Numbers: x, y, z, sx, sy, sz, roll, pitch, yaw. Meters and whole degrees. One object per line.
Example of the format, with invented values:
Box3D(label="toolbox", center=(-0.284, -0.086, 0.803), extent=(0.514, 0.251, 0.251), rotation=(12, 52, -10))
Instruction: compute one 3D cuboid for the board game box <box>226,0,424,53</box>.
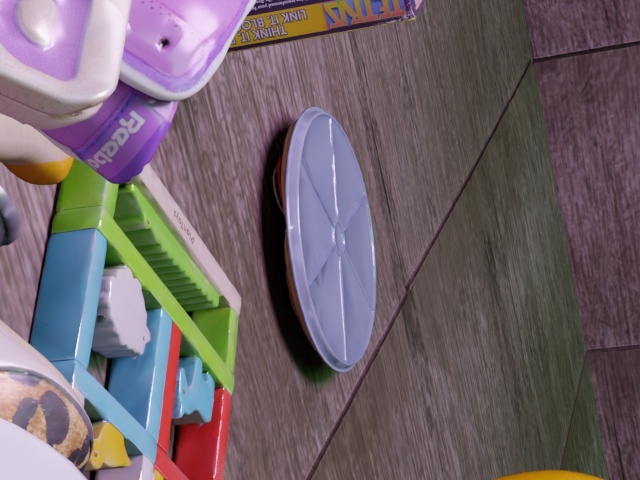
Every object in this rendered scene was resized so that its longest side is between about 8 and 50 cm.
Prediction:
Box3D(label="board game box", center=(-0.037, -0.186, 0.934), extent=(0.048, 0.170, 0.141), rotation=(-68, 147, -61))

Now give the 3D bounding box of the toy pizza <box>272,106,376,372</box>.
Box3D(label="toy pizza", center=(0.000, 0.000, 1.210), extent=(0.201, 0.032, 0.201), rotation=(-6, 90, -73))

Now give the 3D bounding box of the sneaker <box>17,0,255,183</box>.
Box3D(label="sneaker", center=(-0.124, -0.082, 0.530), extent=(0.282, 0.102, 0.161), rotation=(-29, 88, -44))

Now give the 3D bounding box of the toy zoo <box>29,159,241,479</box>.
Box3D(label="toy zoo", center=(-0.099, 0.110, 0.841), extent=(0.192, 0.030, 0.293), rotation=(59, 29, -53))

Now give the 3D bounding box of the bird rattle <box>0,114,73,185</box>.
Box3D(label="bird rattle", center=(-0.132, -0.140, 0.699), extent=(0.253, 0.143, 0.207), rotation=(47, 55, -57))

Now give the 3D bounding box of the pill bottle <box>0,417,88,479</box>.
Box3D(label="pill bottle", center=(-0.146, 0.237, 0.297), extent=(0.229, 0.229, 0.408), rotation=(55, 32, -56))

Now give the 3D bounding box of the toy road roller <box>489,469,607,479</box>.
Box3D(label="toy road roller", center=(0.015, 0.197, 0.630), extent=(0.329, 0.240, 0.202), rotation=(23, 30, -42))

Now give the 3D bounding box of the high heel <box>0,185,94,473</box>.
Box3D(label="high heel", center=(-0.176, 0.096, 0.588), extent=(0.186, 0.093, 0.261), rotation=(-49, 162, -25))

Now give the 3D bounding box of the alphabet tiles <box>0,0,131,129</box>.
Box3D(label="alphabet tiles", center=(-0.175, -0.138, 0.431), extent=(0.284, 0.021, 0.278), rotation=(24, 52, -25))
